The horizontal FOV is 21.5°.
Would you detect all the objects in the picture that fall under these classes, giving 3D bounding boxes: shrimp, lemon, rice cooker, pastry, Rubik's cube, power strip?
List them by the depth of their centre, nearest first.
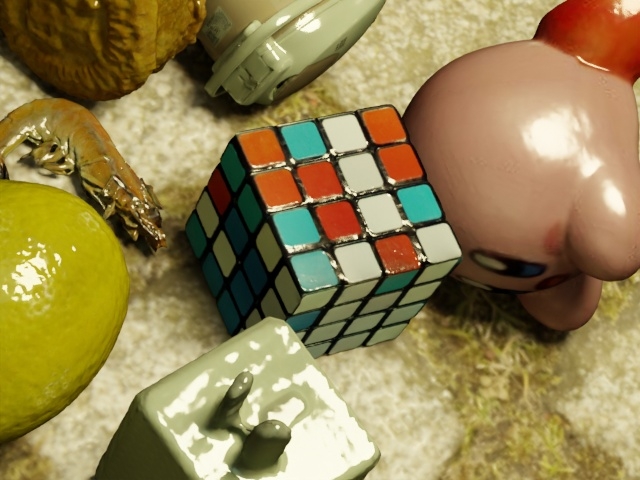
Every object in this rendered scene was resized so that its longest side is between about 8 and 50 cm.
[{"bbox_3d":[-0.056,0.153,1.226,0.140,0.224,0.139,-27,73,-32],"label":"power strip"},{"bbox_3d":[-0.242,0.054,1.239,0.184,0.184,0.248,33,53,0],"label":"lemon"},{"bbox_3d":[0.000,0.000,1.382,0.155,0.154,0.151,-14,68,-27],"label":"Rubik's cube"},{"bbox_3d":[-0.211,-0.045,1.401,0.124,0.034,0.178,-28,72,-29],"label":"shrimp"},{"bbox_3d":[-0.191,-0.217,1.419,0.189,0.188,0.103,41,46,5],"label":"pastry"},{"bbox_3d":[-0.027,-0.204,1.495,0.206,0.145,0.127,-32,84,-40],"label":"rice cooker"}]

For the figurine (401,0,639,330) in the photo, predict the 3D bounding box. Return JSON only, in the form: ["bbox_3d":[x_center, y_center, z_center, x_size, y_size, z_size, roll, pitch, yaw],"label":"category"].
[{"bbox_3d":[0.168,-0.077,1.453,0.211,0.269,0.261,12,68,-7],"label":"figurine"}]
